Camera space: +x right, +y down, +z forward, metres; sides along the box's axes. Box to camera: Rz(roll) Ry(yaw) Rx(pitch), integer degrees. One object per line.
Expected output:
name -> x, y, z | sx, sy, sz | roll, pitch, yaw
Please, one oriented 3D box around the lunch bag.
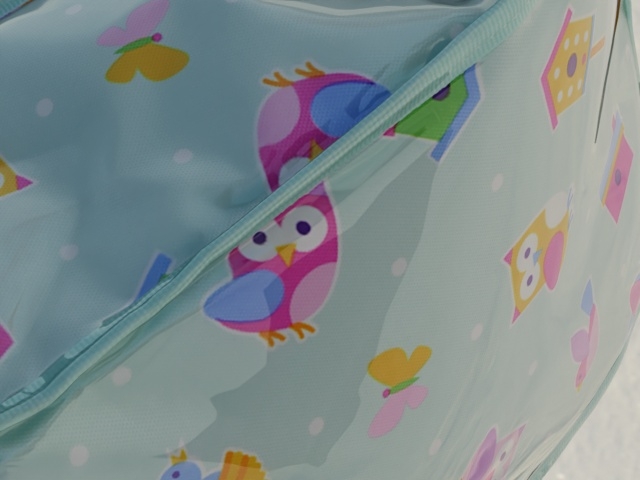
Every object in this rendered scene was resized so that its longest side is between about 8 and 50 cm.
lunch bag -> 0.000, 0.000, 0.488 | 0.262, 0.223, 0.160 | -42, 50, -17
